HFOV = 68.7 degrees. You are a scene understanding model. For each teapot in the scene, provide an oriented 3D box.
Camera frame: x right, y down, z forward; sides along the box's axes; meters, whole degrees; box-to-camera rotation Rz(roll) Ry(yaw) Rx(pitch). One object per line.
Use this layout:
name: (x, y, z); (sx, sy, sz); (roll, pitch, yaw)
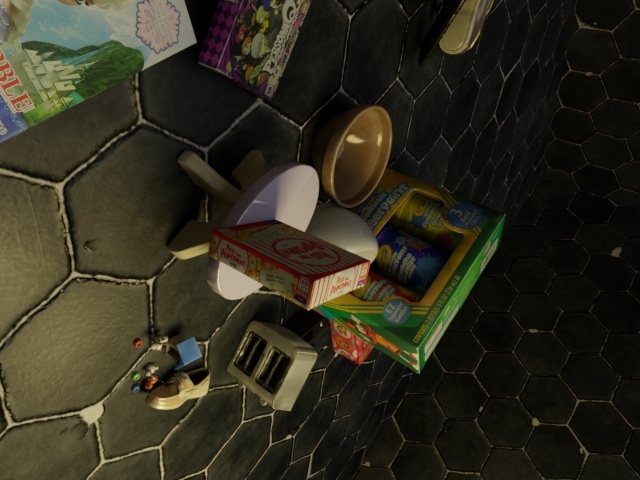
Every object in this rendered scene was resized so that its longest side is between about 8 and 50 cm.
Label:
teapot: (0.000, 0.000, 1.082); (0.252, 0.187, 0.256); (-26, 160, -6)

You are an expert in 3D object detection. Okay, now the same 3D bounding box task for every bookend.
bookend: (-0.034, 0.270, 1.327); (0.156, 0.072, 0.157); (-33, 138, -41)

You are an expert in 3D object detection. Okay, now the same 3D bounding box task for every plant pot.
plant pot: (0.059, -0.204, 1.081); (0.237, 0.109, 0.238); (-35, 138, -38)

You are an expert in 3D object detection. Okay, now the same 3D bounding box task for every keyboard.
keyboard: (0.331, -0.589, 1.141); (0.317, 0.033, 0.202); (124, -15, -51)

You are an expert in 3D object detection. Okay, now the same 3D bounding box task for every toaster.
toaster: (-0.110, 0.293, 1.132); (0.186, 0.168, 0.110); (-62, 149, -2)

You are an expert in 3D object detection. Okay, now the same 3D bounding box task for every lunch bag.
lunch bag: (0.143, 0.235, 1.538); (0.258, 0.120, 0.293); (-48, 148, -32)

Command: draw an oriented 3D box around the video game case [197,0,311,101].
video game case: (-0.088, -0.357, 0.745); (0.232, 0.041, 0.210); (-66, 166, 9)

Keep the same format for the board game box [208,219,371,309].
board game box: (-0.045, 0.027, 0.695); (0.146, 0.193, 0.045); (-14, 122, -54)

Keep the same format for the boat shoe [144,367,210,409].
boat shoe: (-0.291, 0.300, 0.973); (0.170, 0.062, 0.059); (7, 104, -68)

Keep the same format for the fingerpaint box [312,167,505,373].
fingerpaint box: (0.214, 0.053, 1.251); (0.445, 0.371, 0.163); (-49, 149, -22)

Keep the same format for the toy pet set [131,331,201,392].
toy pet set: (-0.296, 0.238, 0.908); (0.114, 0.065, 0.122); (-20, 129, -50)

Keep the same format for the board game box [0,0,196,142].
board game box: (-0.310, -0.306, 0.484); (0.318, 0.065, 0.319); (-45, 144, -30)

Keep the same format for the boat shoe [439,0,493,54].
boat shoe: (0.425, -0.680, 1.290); (0.096, 0.116, 0.325); (-22, 134, -54)

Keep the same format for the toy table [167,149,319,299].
toy table: (-0.143, -0.045, 0.841); (0.274, 0.160, 0.252); (-46, 144, -29)
